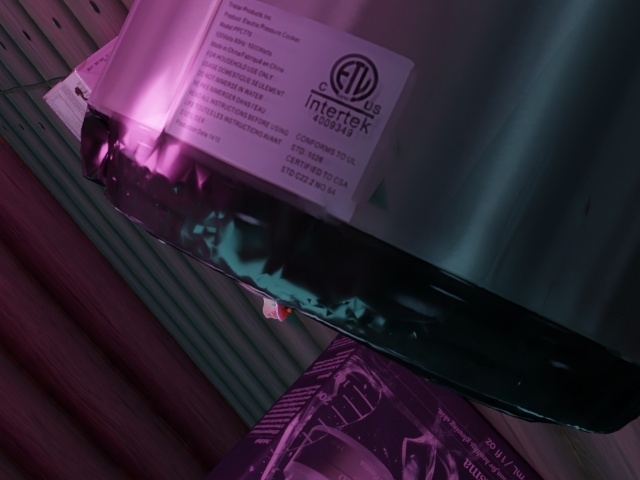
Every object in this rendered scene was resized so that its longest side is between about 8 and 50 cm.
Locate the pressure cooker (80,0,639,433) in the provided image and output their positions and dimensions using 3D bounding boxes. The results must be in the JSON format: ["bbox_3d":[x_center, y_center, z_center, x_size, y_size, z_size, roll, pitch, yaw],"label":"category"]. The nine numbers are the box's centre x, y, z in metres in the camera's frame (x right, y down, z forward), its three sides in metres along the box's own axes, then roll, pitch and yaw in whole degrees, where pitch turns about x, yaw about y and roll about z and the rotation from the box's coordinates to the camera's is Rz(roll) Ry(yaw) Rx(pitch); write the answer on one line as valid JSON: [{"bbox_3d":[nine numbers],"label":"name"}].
[{"bbox_3d":[0.106,-0.146,0.484,0.370,0.420,0.375,24,-178,-17],"label":"pressure cooker"}]

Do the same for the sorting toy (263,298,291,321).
[{"bbox_3d":[-0.110,0.143,1.939,0.075,0.045,0.083,60,157,-15],"label":"sorting toy"}]

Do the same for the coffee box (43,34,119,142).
[{"bbox_3d":[-0.354,-0.270,1.443,0.118,0.168,0.297,53,159,-18],"label":"coffee box"}]

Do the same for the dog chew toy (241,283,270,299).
[{"bbox_3d":[0.000,0.000,1.247,0.332,0.206,0.206,8,139,47],"label":"dog chew toy"}]

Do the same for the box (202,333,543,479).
[{"bbox_3d":[0.090,0.487,1.585,0.480,0.472,0.297,46,160,-3],"label":"box"}]
